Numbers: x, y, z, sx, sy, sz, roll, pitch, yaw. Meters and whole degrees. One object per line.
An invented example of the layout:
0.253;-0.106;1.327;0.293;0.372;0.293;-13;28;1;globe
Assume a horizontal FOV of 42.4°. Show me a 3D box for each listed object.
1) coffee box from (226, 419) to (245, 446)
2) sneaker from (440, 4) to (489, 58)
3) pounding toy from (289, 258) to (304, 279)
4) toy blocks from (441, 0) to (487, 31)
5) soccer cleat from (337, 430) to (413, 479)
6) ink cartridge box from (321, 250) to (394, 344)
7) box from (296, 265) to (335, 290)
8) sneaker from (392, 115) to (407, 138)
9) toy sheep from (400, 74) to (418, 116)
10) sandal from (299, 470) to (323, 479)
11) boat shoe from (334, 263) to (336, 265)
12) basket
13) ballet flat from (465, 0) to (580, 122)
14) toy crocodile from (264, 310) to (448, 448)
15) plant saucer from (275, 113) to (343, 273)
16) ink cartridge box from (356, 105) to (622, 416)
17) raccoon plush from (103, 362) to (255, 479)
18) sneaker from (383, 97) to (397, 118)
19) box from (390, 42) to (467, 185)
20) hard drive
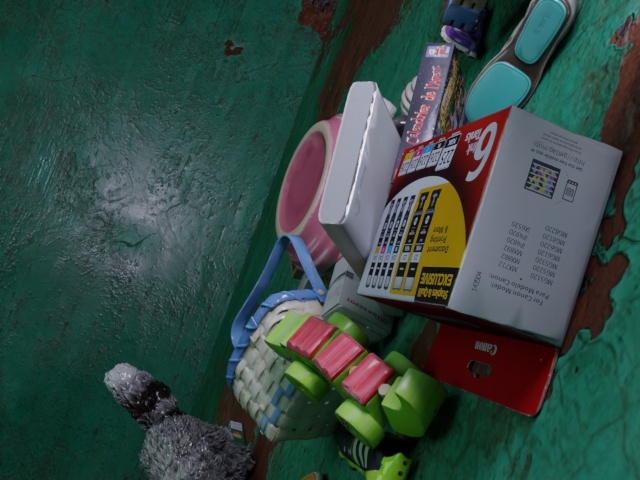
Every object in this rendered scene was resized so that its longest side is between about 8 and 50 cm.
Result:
-0.222;0.521;2.008;0.184;0.040;0.113;-129;61;-77;coffee box
0.244;-0.364;1.358;0.071;0.068;0.170;-51;20;42;sneaker
0.000;0.000;1.817;0.141;0.100;0.130;-98;29;-46;pounding toy
0.278;-0.484;1.210;0.261;0.191;0.381;109;177;-67;toy blocks
0.072;0.274;1.059;0.072;0.060;0.179;-60;17;-2;soccer cleat
0.066;0.077;1.269;0.056;0.099;0.135;-40;25;47;ink cartridge box
0.041;-0.020;1.685;0.063;0.067;0.324;-116;49;-74;box
0.117;-0.134;1.371;0.281;0.106;0.162;107;-179;-50;sneaker
0.175;-0.229;1.390;0.132;0.091;0.091;115;169;-46;toy sheep
-0.073;0.441;1.366;0.265;0.076;0.102;122;164;-44;sandal
0.053;0.027;1.573;0.059;0.063;0.170;-65;20;2;boat shoe
-0.051;0.168;1.351;0.289;0.201;0.255;57;132;37;basket
0.264;-0.234;1.067;0.068;0.072;0.213;-40;-14;-48;ballet flat
0.032;0.164;1.070;0.115;0.105;0.340;-45;35;-14;toy crocodile
-0.002;-0.101;1.609;0.332;0.084;0.332;-53;28;43;plant saucer
0.156;0.023;0.908;0.309;0.130;0.272;171;118;-77;ink cartridge box
-0.327;0.471;1.692;0.216;0.446;0.299;-55;-1;3;raccoon plush
0.081;-0.226;1.806;0.118;0.110;0.292;-65;18;-17;sneaker
0.162;-0.141;1.181;0.159;0.044;0.233;58;-136;-58;box
0.083;-0.044;1.132;0.307;0.040;0.203;54;-135;-58;hard drive
